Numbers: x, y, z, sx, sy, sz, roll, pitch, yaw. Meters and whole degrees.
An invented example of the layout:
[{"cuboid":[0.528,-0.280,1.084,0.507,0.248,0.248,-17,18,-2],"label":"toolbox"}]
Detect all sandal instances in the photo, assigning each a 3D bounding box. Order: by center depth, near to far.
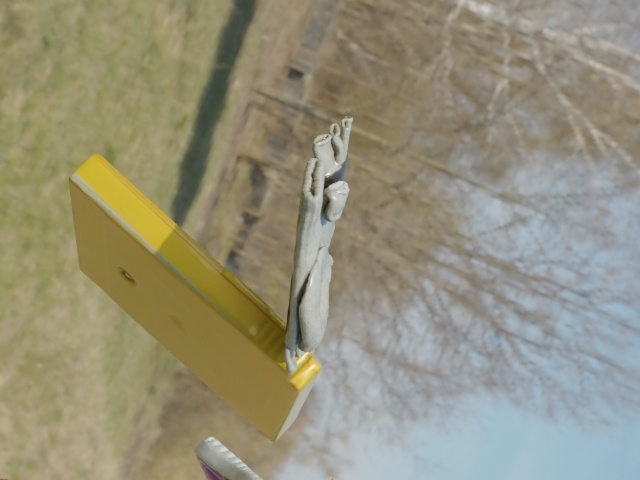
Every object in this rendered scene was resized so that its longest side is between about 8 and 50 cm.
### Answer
[{"cuboid":[-0.106,0.410,1.782,0.102,0.169,0.416,-40,-163,-12],"label":"sandal"}]

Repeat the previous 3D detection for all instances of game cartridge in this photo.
[{"cuboid":[-0.142,0.074,1.349,0.052,0.324,0.285,-47,172,-21],"label":"game cartridge"}]

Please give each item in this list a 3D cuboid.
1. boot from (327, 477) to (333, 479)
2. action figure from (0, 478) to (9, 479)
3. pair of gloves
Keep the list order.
[{"cuboid":[-0.045,0.191,0.614,0.203,0.262,0.095,-56,140,-80],"label":"boot"},{"cuboid":[-0.292,0.182,0.955,0.030,0.115,0.038,-58,153,-27],"label":"action figure"},{"cuboid":[0.000,0.000,1.188,0.240,0.042,0.204,-77,174,-66],"label":"pair of gloves"}]
